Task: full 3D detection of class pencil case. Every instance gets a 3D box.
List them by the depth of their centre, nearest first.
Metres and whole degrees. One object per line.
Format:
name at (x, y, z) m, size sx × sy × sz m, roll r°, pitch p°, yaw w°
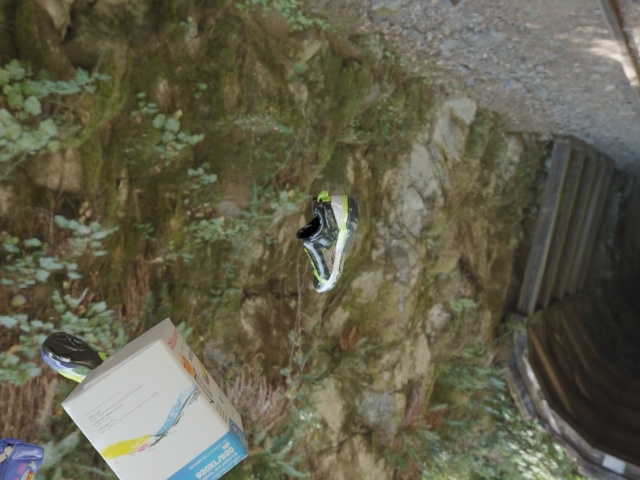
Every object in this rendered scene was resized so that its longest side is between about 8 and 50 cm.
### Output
pencil case at (-0.648, 0.538, 0.959) m, size 0.119 × 0.133 × 0.306 m, roll 13°, pitch -131°, yaw -15°

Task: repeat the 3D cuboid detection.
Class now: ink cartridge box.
ink cartridge box at (-0.257, 0.277, 0.803) m, size 0.168 × 0.232 × 0.171 m, roll -35°, pitch -171°, yaw -10°

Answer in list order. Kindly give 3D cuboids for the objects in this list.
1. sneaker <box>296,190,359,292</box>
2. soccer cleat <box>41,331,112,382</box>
sneaker at (0.000, 0.000, 0.920) m, size 0.097 × 0.234 × 0.084 m, roll 8°, pitch -141°, yaw -9°
soccer cleat at (-0.539, 0.320, 1.197) m, size 0.289 × 0.121 × 0.093 m, roll 33°, pitch -128°, yaw -4°
